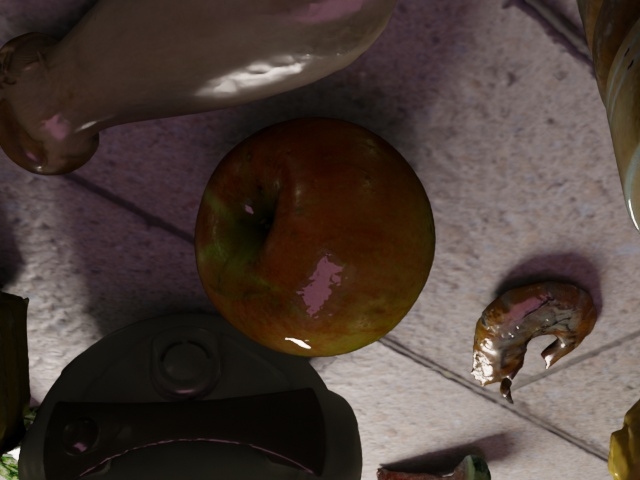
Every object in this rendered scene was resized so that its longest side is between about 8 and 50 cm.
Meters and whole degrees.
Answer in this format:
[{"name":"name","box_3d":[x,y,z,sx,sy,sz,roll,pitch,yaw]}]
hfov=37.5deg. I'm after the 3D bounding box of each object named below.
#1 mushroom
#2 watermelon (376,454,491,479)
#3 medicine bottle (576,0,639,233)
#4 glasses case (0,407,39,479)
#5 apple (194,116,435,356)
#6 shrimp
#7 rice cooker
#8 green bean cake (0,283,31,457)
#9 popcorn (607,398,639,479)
[{"name":"mushroom","box_3d":[-0.084,-0.140,0.628,0.350,0.128,0.128,-19,138,27]},{"name":"watermelon","box_3d":[0.164,0.365,1.292,0.158,0.121,0.098,-15,161,25]},{"name":"medicine bottle","box_3d":[0.192,-0.152,0.443,0.151,0.322,0.151,1,142,0]},{"name":"glasses case","box_3d":[-0.352,0.317,1.272,0.095,0.062,0.272,-11,141,15]},{"name":"apple","box_3d":[0.000,0.000,0.758,0.196,0.195,0.196,1,142,0]},{"name":"shrimp","box_3d":[0.226,0.110,1.001,0.133,0.051,0.187,6,139,-7]},{"name":"rice cooker","box_3d":[-0.132,0.264,0.991,0.336,0.335,0.325,4,142,-4]},{"name":"green bean cake","box_3d":[-0.428,0.105,0.848,0.285,0.201,0.310,1,-177,-4]},{"name":"popcorn","box_3d":[0.471,0.258,1.041,0.332,0.265,0.225,-29,108,0]}]
